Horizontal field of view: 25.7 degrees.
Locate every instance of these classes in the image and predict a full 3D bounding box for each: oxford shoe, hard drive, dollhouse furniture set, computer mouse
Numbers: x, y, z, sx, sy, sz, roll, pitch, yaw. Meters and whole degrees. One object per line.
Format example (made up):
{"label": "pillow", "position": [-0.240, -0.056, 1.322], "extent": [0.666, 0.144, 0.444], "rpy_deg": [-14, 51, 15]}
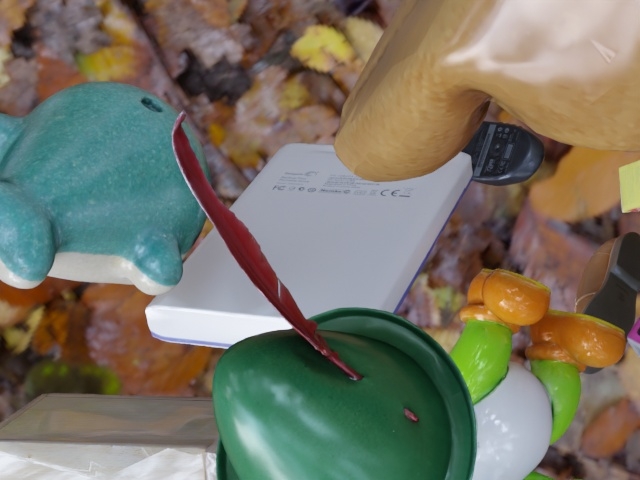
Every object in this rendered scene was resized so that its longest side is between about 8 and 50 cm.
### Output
{"label": "oxford shoe", "position": [0.351, 0.086, 1.773], "extent": [0.076, 0.212, 0.076], "rpy_deg": [44, 145, -20]}
{"label": "hard drive", "position": [0.000, 0.000, 1.332], "extent": [0.210, 0.318, 0.040], "rpy_deg": [4, 122, 22]}
{"label": "dollhouse furniture set", "position": [-0.179, 0.367, 1.417], "extent": [0.256, 0.362, 0.394], "rpy_deg": [-1, 101, 15]}
{"label": "computer mouse", "position": [0.149, -0.103, 1.558], "extent": [0.242, 0.041, 0.071], "rpy_deg": [15, 82, 43]}

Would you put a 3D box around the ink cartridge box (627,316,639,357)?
{"label": "ink cartridge box", "position": [0.474, -0.005, 1.365], "extent": [0.176, 0.069, 0.371], "rpy_deg": [30, 80, 37]}

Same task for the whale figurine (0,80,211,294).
{"label": "whale figurine", "position": [-0.187, -0.046, 1.108], "extent": [0.216, 0.272, 0.141], "rpy_deg": [38, 111, 10]}

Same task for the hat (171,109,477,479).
{"label": "hat", "position": [-0.033, 0.083, 0.795], "extent": [0.173, 0.183, 0.208], "rpy_deg": [-48, 53, 1]}

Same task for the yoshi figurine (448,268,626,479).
{"label": "yoshi figurine", "position": [0.153, 0.218, 1.268], "extent": [0.203, 0.203, 0.362], "rpy_deg": [23, 83, 21]}

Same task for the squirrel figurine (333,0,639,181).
{"label": "squirrel figurine", "position": [0.258, -0.122, 0.529], "extent": [0.370, 0.281, 0.397], "rpy_deg": [23, 163, -11]}

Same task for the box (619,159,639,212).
{"label": "box", "position": [0.421, -0.073, 1.576], "extent": [0.087, 0.232, 0.058], "rpy_deg": [-1, 85, -13]}
